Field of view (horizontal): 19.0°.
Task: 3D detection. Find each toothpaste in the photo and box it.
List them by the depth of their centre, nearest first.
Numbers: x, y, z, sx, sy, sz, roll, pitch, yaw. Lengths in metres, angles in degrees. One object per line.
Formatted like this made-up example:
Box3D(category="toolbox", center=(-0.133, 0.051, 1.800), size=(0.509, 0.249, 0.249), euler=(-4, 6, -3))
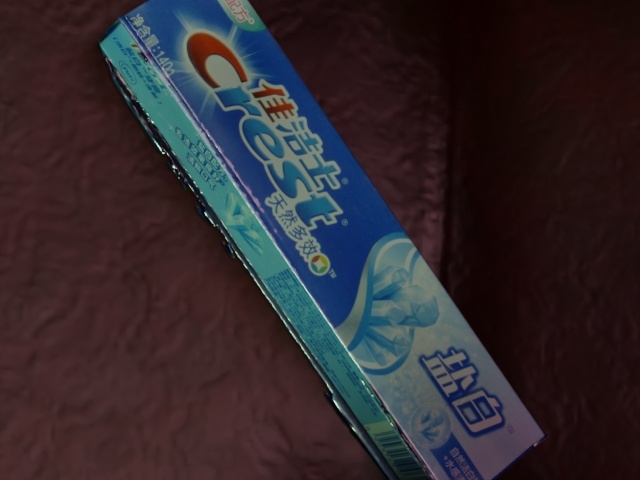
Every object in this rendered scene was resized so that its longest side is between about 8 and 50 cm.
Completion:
Box3D(category="toothpaste", center=(0.000, 0.000, 0.887), size=(0.066, 0.053, 0.272), euler=(-36, 93, -23))
